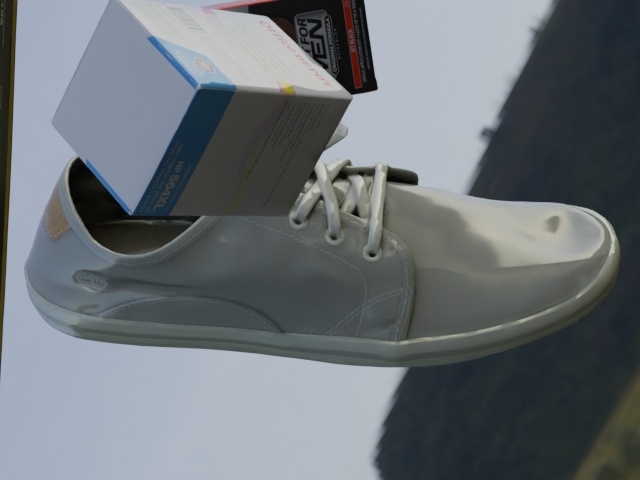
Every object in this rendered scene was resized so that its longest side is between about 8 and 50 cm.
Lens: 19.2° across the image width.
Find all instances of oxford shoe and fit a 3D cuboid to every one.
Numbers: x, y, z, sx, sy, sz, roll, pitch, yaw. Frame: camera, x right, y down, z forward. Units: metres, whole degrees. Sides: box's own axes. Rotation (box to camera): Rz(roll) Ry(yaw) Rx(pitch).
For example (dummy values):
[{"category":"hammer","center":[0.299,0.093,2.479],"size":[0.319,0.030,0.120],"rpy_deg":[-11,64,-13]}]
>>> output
[{"category":"oxford shoe","center":[0.000,0.000,1.407],"size":[0.169,0.449,0.130],"rpy_deg":[-87,-3,-54]}]

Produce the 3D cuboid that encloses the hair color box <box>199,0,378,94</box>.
[{"category":"hair color box","center":[-0.040,-0.118,1.203],"size":[0.043,0.141,0.072],"rpy_deg":[-143,42,-72]}]

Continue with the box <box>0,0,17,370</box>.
[{"category":"box","center":[-0.234,-0.048,0.639],"size":[0.079,0.257,0.322],"rpy_deg":[39,-128,-82]}]

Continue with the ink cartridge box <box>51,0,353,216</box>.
[{"category":"ink cartridge box","center":[-0.061,-0.074,1.087],"size":[0.143,0.092,0.090],"rpy_deg":[1,-53,-47]}]
